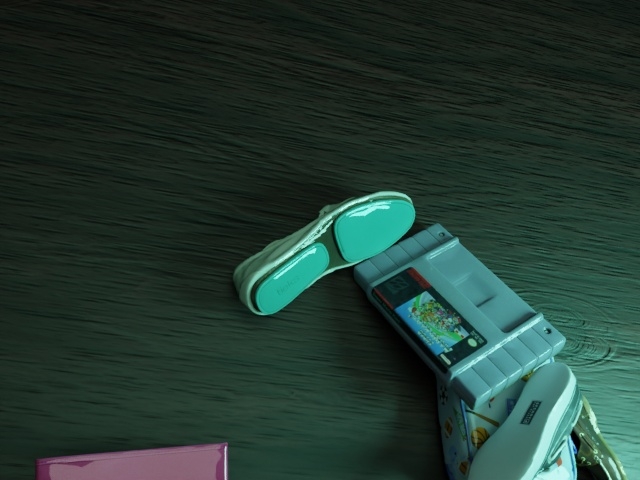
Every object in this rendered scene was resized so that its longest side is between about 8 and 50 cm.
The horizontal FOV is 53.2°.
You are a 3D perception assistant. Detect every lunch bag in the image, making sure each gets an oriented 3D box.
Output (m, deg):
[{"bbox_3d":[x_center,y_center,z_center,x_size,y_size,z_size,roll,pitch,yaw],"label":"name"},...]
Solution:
[{"bbox_3d":[0.350,0.335,1.203,0.243,0.115,0.303,3,68,-16],"label":"lunch bag"}]

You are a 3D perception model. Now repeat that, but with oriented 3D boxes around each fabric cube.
[{"bbox_3d":[-0.266,0.440,0.928,0.254,0.259,0.258,-1,72,-15],"label":"fabric cube"}]

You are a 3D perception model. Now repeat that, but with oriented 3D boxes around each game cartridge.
[{"bbox_3d":[0.250,0.127,1.212,0.230,0.068,0.355,-24,52,-25],"label":"game cartridge"}]

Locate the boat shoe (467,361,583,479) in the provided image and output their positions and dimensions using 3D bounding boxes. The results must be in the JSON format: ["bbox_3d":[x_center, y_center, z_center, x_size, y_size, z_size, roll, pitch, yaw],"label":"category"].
[{"bbox_3d":[0.359,0.348,1.085,0.301,0.108,0.102,-48,113,-31],"label":"boat shoe"}]

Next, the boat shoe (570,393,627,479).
[{"bbox_3d":[0.516,0.403,1.242,0.073,0.073,0.206,-17,67,-18],"label":"boat shoe"}]

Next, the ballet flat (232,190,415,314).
[{"bbox_3d":[0.000,0.000,1.238,0.400,0.139,0.139,-31,79,-23],"label":"ballet flat"}]
